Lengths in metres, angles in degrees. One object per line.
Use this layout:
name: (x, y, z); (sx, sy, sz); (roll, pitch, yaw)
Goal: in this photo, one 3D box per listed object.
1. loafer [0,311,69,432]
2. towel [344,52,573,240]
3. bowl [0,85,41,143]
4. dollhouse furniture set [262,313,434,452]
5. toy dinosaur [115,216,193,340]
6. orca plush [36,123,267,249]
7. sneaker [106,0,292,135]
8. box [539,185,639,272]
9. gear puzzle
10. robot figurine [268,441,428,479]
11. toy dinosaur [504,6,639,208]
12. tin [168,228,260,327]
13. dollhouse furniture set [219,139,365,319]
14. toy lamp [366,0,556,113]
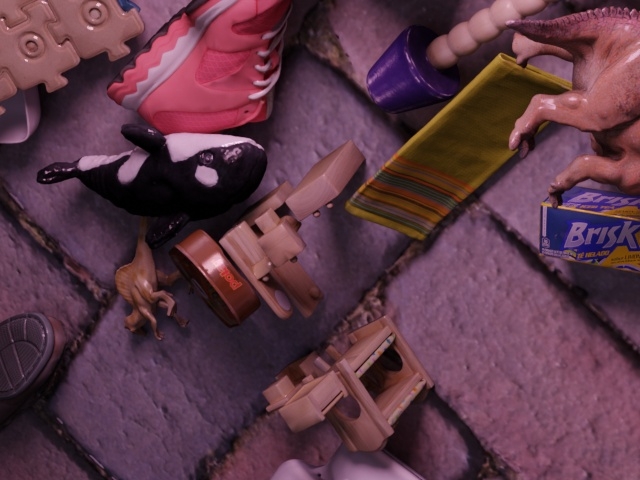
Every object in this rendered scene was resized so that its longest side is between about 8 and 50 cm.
loafer: (-0.378, 0.168, 1.874); (0.267, 0.084, 0.096); (-40, 59, 35)
towel: (0.129, -0.081, 1.422); (0.237, 0.102, 0.021); (-44, 44, 38)
bowl: (-0.369, -0.183, 1.689); (0.142, 0.053, 0.142); (6, 118, 28)
dollhouse furniture set: (0.002, 0.184, 1.572); (0.161, 0.182, 0.101); (-30, 97, 38)
toy dinosaur: (-0.190, 0.048, 1.700); (0.093, 0.053, 0.183); (22, 124, 22)
orca plush: (-0.179, -0.047, 1.571); (0.287, 0.102, 0.151); (5, 159, 29)
sneaker: (-0.076, -0.187, 1.489); (0.136, 0.116, 0.314); (44, 139, -12)
box: (0.286, -0.007, 1.381); (0.169, 0.059, 0.054); (10, 116, 26)
gear puzzle: (-0.353, -0.221, 1.598); (0.339, 0.044, 0.175); (-23, 111, 17)
robot figurine: (-0.021, 0.374, 1.612); (0.200, 0.300, 0.353); (37, 89, 13)
toy dinosaur: (0.274, -0.113, 1.260); (0.200, 0.127, 0.295); (-16, 127, 34)
tin: (-0.110, 0.041, 1.591); (0.106, 0.040, 0.190); (55, 170, -2)
dollhouse furniture set: (0.000, 0.000, 1.521); (0.151, 0.144, 0.123); (-34, 99, 24)
toy lamp: (0.153, -0.192, 1.355); (0.275, 0.080, 0.080); (-28, 98, 39)
